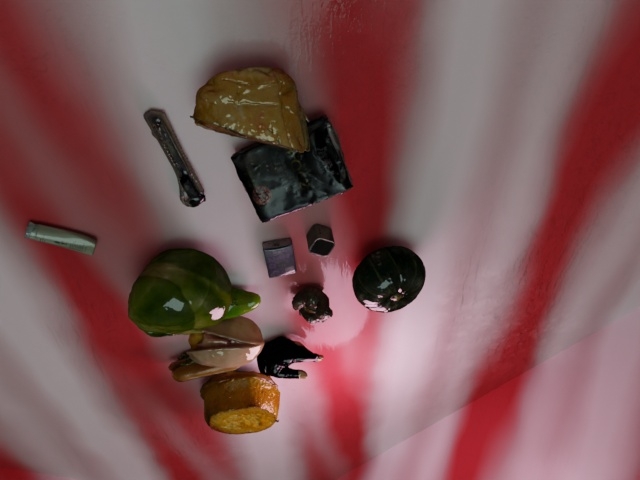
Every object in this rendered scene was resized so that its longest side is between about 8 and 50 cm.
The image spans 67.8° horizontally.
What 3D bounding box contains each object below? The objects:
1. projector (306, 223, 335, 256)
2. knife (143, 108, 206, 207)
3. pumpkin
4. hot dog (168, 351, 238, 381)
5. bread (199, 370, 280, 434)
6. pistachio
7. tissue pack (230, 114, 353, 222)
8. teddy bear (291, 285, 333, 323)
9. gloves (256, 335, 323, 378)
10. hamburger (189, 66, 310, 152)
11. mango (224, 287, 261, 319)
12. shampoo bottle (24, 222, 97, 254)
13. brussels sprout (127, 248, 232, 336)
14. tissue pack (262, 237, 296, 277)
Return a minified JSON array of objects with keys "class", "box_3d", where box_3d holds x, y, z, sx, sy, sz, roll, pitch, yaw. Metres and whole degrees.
[{"class":"projector","box_3d":[0.000,0.000,1.753,0.083,0.082,0.083,17,127,-24]},{"class":"knife","box_3d":[-0.444,-0.237,1.467,0.089,0.043,0.365,-15,133,0]},{"class":"pumpkin","box_3d":[0.263,0.151,1.872,0.300,0.207,0.300,-17,141,-15]},{"class":"hot dog","box_3d":[-0.513,0.542,2.119,0.337,0.135,0.100,-11,112,-2]},{"class":"bread","box_3d":[-0.389,0.786,2.313,0.397,0.215,0.398,-4,138,-4]},{"class":"pistachio","box_3d":[-0.385,0.410,1.946,0.308,0.230,0.230,10,130,-22]},{"class":"tissue pack","box_3d":[-0.084,-0.220,1.472,0.332,0.123,0.245,-20,109,9]},{"class":"teddy bear","box_3d":[-0.029,0.277,1.985,0.177,0.140,0.190,18,140,7]},{"class":"gloves","box_3d":[-0.138,0.532,2.141,0.300,0.197,0.152,3,142,-14]},{"class":"hamburger","box_3d":[-0.166,-0.372,1.303,0.329,0.162,0.209,15,97,-9]},{"class":"mango","box_3d":[-0.352,0.245,1.889,0.232,0.111,0.125,-13,138,-2]},{"class":"shampoo bottle","box_3d":[-0.862,-0.005,1.588,0.212,0.049,0.072,15,132,-24]},{"class":"brussels sprout","box_3d":[-0.509,0.183,1.698,0.371,0.276,0.315,-12,147,9]},{"class":"tissue pack","box_3d":[-0.153,0.067,1.807,0.112,0.051,0.156,-11,133,-6]}]
